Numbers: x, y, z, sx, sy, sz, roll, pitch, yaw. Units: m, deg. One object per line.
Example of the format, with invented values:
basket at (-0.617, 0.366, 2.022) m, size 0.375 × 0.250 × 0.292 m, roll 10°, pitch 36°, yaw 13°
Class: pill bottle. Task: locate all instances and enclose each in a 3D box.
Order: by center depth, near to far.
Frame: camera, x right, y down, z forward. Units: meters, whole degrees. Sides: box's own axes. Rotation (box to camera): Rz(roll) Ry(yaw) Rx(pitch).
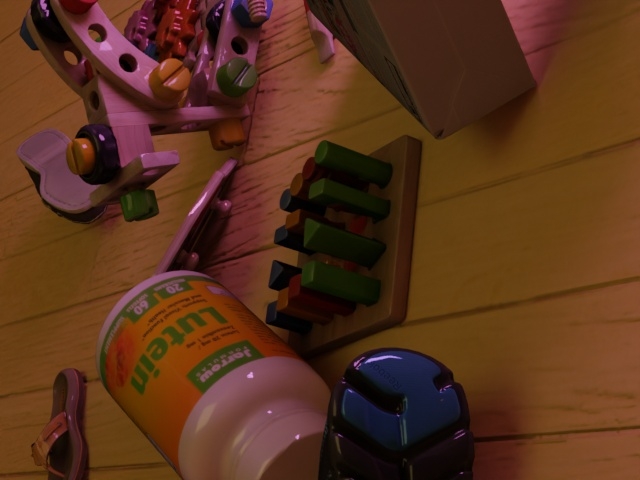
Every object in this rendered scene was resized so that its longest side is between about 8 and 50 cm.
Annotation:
pill bottle at (-0.072, 0.135, 1.312) m, size 0.246 × 0.136 × 0.136 m, roll 39°, pitch 108°, yaw 48°

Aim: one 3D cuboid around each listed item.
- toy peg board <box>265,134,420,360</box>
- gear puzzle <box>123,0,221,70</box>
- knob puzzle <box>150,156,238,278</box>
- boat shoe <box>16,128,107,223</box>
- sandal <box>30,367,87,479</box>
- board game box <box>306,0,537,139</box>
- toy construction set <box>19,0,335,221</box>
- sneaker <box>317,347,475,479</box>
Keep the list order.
toy peg board at (0.000, 0.000, 1.345) m, size 0.161 × 0.079 × 0.161 m, roll -26°, pitch 51°, yaw 53°
gear puzzle at (-0.145, -0.291, 1.825) m, size 0.339 × 0.044 × 0.175 m, roll -48°, pitch 35°, yaw 37°
knob puzzle at (-0.132, 0.019, 1.566) m, size 0.213 × 0.030 × 0.213 m, roll -60°, pitch 1°, yaw 1°
boat shoe at (-0.299, -0.067, 1.950) m, size 0.081 × 0.068 × 0.228 m, roll -32°, pitch 32°, yaw -10°
sandal at (-0.292, 0.215, 1.776) m, size 0.072 × 0.049 × 0.180 m, roll -47°, pitch 36°, yaw 39°
board game box at (0.034, -0.240, 1.268) m, size 0.097 × 0.224 × 0.303 m, roll -30°, pitch 33°, yaw -4°
toy construction set at (-0.121, -0.147, 1.573) m, size 0.309 × 0.257 × 0.237 m, roll -22°, pitch 71°, yaw 28°
sneaker at (0.056, 0.251, 1.087) m, size 0.139 × 0.125 × 0.340 m, roll 103°, pitch 171°, yaw -68°
